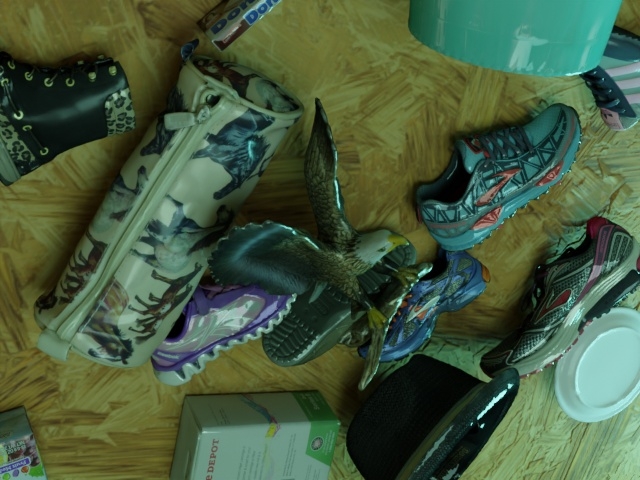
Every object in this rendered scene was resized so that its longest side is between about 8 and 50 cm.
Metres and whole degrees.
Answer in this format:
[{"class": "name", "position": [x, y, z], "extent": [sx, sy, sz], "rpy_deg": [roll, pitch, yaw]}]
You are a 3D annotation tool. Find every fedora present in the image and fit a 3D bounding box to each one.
[{"class": "fedora", "position": [0.138, 0.276, 1.811], "extent": [0.334, 0.152, 0.334], "rpy_deg": [-44, 161, -20]}]

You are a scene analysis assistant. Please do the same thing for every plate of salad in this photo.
[{"class": "plate of salad", "position": [0.449, 0.196, 2.004], "extent": [0.200, 0.048, 0.200], "rpy_deg": [-10, 113, -25]}]

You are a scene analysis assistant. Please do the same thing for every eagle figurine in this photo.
[{"class": "eagle figurine", "position": [0.008, -0.004, 1.537], "extent": [0.225, 0.226, 0.298], "rpy_deg": [-35, 121, 23]}]

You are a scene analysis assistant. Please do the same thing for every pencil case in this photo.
[{"class": "pencil case", "position": [-0.191, -0.032, 1.513], "extent": [0.410, 0.160, 0.183], "rpy_deg": [-57, 157, 14]}]

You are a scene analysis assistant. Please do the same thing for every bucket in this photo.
[{"class": "bucket", "position": [0.233, -0.322, 1.477], "extent": [0.281, 0.281, 0.183], "rpy_deg": [-3, 121, -22]}]

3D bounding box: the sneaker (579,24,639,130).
[{"class": "sneaker", "position": [0.403, -0.217, 1.703], "extent": [0.319, 0.112, 0.131], "rpy_deg": [17, 107, -29]}]

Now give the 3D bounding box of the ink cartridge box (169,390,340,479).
[{"class": "ink cartridge box", "position": [-0.096, 0.304, 1.798], "extent": [0.212, 0.093, 0.154], "rpy_deg": [-1, 117, -25]}]

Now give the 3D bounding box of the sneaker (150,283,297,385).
[{"class": "sneaker", "position": [-0.139, 0.090, 1.651], "extent": [0.236, 0.095, 0.104], "rpy_deg": [-34, 128, -1]}]

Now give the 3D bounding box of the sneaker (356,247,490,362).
[{"class": "sneaker", "position": [0.134, 0.087, 1.793], "extent": [0.221, 0.083, 0.087], "rpy_deg": [-42, 113, -3]}]

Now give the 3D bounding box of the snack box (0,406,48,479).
[{"class": "snack box", "position": [-0.451, 0.343, 1.679], "extent": [0.174, 0.070, 0.207], "rpy_deg": [-17, 125, -15]}]

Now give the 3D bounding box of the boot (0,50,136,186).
[{"class": "boot", "position": [-0.317, -0.190, 1.422], "extent": [0.178, 0.085, 0.236], "rpy_deg": [-22, 129, -14]}]

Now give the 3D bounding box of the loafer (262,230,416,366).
[{"class": "loafer", "position": [0.027, 0.082, 1.740], "extent": [0.251, 0.094, 0.087], "rpy_deg": [-38, 160, -1]}]

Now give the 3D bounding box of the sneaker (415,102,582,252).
[{"class": "sneaker", "position": [0.240, -0.101, 1.705], "extent": [0.262, 0.104, 0.125], "rpy_deg": [-43, 124, 4]}]

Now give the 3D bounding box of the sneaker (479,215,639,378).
[{"class": "sneaker", "position": [0.349, 0.091, 1.872], "extent": [0.299, 0.121, 0.112], "rpy_deg": [-45, 97, 6]}]

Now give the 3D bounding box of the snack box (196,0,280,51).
[{"class": "snack box", "position": [-0.065, -0.297, 1.479], "extent": [0.178, 0.064, 0.022], "rpy_deg": [-40, 128, 2]}]
